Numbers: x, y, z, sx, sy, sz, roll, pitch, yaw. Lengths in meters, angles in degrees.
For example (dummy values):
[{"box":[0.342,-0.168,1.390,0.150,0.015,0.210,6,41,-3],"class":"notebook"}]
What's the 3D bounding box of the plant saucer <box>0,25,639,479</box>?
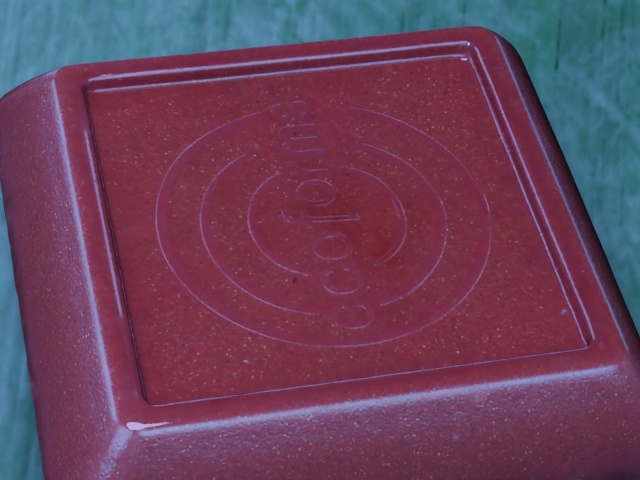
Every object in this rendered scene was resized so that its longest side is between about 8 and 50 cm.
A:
[{"box":[0.000,0.000,0.779,0.259,0.048,0.258,-7,49,-11],"class":"plant saucer"}]
